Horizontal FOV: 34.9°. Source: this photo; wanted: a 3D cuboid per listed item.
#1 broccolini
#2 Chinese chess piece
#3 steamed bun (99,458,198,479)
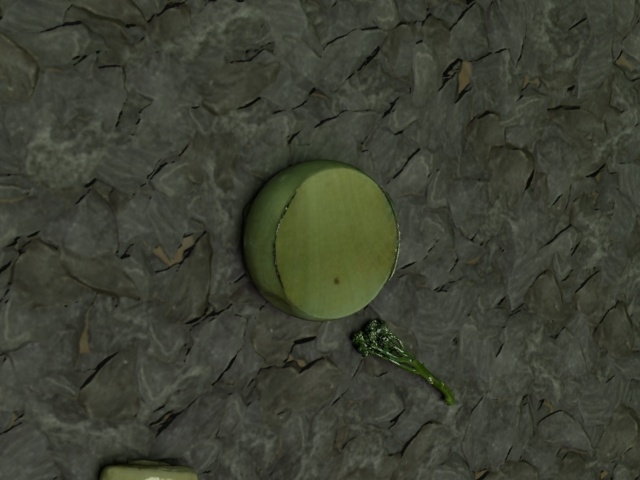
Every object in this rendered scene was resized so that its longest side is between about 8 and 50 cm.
[{"bbox_3d":[0.117,0.165,1.288,0.194,0.052,0.054,42,79,-28],"label":"broccolini"},{"bbox_3d":[0.000,0.000,1.184,0.188,0.083,0.188,-5,99,-33],"label":"Chinese chess piece"},{"bbox_3d":[-0.105,0.453,1.123,0.247,0.189,0.428,-5,98,-37],"label":"steamed bun"}]
